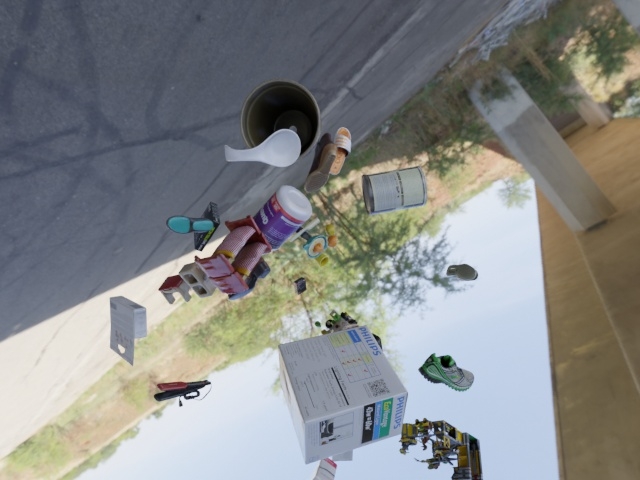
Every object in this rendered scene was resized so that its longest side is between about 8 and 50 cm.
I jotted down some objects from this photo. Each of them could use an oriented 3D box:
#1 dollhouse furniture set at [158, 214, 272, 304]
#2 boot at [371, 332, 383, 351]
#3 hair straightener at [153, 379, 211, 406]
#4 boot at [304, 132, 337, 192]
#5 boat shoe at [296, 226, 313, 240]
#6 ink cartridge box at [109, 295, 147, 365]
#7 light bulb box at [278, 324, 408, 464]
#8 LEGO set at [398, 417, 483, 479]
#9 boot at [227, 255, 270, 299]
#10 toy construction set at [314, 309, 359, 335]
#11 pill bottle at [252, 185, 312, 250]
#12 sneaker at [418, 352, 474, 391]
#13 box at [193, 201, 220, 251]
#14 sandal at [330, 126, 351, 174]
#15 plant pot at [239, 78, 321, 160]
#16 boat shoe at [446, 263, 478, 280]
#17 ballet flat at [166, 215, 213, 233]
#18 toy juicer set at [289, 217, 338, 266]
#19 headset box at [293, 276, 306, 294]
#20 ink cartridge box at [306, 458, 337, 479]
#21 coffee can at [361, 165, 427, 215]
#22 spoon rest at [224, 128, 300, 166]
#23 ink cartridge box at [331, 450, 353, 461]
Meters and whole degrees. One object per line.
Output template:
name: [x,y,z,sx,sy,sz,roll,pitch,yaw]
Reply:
dollhouse furniture set: [-0.370,0.069,1.346,0.374,0.152,0.201,-13,-147,31]
boot: [0.205,0.591,2.037,0.131,0.260,0.348,-23,-174,-38]
hair straightener: [-0.477,0.532,1.430,0.230,0.047,0.089,12,100,-55]
boot: [-0.004,-0.366,1.925,0.248,0.090,0.207,-53,-152,29]
boat shoe: [-0.092,-0.035,2.125,0.046,0.125,0.038,-54,165,9]
ink cartridge box: [-0.912,0.417,1.926,0.296,0.261,0.066,8,-171,44]
light bulb box: [0.065,0.531,1.468,0.361,0.225,0.358,-9,-149,-15]
LEGO set: [0.455,0.822,1.532,0.255,0.331,0.192,-21,-140,32]
boot: [-0.420,0.124,2.035,0.264,0.280,0.096,-46,157,10]
toy construction set: [0.100,0.544,2.324,0.257,0.309,0.237,-20,146,6]
pill bottle: [-0.197,-0.078,1.793,0.323,0.181,0.181,-44,175,28]
sneaker: [0.689,0.689,2.145,0.146,0.343,0.134,-61,-153,17]
box: [-0.558,-0.069,1.995,0.184,0.045,0.190,-54,-147,21]
sandal: [0.120,-0.491,2.253,0.076,0.102,0.265,18,-85,64]
plant pot: [-0.141,-0.477,1.701,0.323,0.323,0.280,-37,-177,12]
boat shoe: [0.726,0.165,2.051,0.084,0.079,0.233,-67,-169,-5]
ballet flat: [-0.520,-0.061,1.595,0.074,0.074,0.203,-38,156,34]
toy juicer set: [0.000,0.000,2.077,0.209,0.089,0.329,-51,144,-3]
headset box: [-0.110,0.240,2.191,0.062,0.083,0.032,-27,-144,-35]
ink cartridge box: [-0.010,1.234,2.070,0.172,0.100,0.237,-57,170,1]
coffee can: [0.354,-0.242,1.979,0.275,0.201,0.201,-10,178,0]
spoon rest: [-0.195,-0.320,1.455,0.276,0.137,0.084,-13,-151,-22]
ink cartridge box: [0.117,1.110,2.476,0.130,0.309,0.272,1,-169,-8]
